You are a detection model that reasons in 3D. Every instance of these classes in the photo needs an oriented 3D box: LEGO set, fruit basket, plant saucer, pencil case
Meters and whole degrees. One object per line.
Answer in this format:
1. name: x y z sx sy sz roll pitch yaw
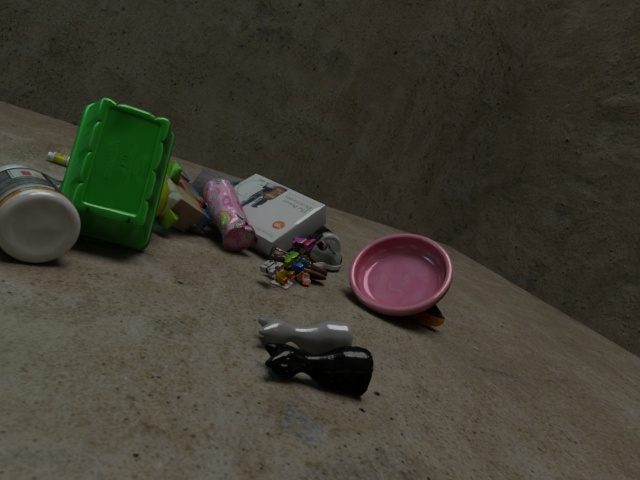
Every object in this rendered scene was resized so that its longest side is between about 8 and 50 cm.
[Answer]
1. LEGO set: -0.114 0.068 1.548 0.093 0.087 0.227 16 32 29
2. fruit basket: -0.540 -0.162 1.388 0.283 0.392 0.392 16 11 -24
3. plant saucer: 0.262 0.120 1.657 0.332 0.332 0.084 28 -31 35
4. pencil case: -0.312 -0.092 1.741 0.124 0.124 0.284 11 35 -40

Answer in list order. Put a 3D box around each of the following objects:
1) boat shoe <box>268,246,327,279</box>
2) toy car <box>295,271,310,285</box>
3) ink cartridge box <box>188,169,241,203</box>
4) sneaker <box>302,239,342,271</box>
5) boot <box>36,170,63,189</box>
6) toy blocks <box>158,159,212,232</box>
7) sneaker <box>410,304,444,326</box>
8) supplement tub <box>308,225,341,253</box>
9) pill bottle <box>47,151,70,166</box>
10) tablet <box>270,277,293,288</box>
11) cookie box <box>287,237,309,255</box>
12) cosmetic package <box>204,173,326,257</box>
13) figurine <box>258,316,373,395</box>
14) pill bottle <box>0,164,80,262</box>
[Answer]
1. boat shoe: -0.070 0.075 1.663 0.207 0.073 0.073 19 -23 -19
2. toy car: -0.087 0.108 1.600 0.122 0.040 0.060 16 11 -22
3. ink cartridge box: -0.453 -0.201 2.003 0.189 0.232 0.066 8 43 -47
4. sneaker: 0.016 0.053 1.890 0.100 0.108 0.271 23 9 24
5. boot: -0.762 -0.125 1.437 0.247 0.083 0.161 8 22 -44
6. toy blocks: -0.501 -0.159 1.749 0.381 0.191 0.261 53 3 27
7. sneaker: 0.340 0.213 1.725 0.121 0.099 0.262 18 11 -37
8. supplement tub: 0.000 0.000 2.102 0.117 0.117 0.190 15 12 -26
9. pill bottle: -1.040 -0.326 2.021 0.083 0.043 0.043 18 11 -12
10. tablet: -0.116 0.128 1.538 0.054 0.006 0.083 21 10 8
11. cookie box: -0.104 0.012 1.914 0.107 0.091 0.040 25 14 25
12. cosmetic package: -0.211 -0.100 1.907 0.377 0.097 0.284 26 49 32
13. figurine: -0.025 0.220 1.042 0.210 0.092 0.215 13 11 -17
14. pill bottle: -0.653 -0.072 1.128 0.162 0.162 0.278 10 15 -43
